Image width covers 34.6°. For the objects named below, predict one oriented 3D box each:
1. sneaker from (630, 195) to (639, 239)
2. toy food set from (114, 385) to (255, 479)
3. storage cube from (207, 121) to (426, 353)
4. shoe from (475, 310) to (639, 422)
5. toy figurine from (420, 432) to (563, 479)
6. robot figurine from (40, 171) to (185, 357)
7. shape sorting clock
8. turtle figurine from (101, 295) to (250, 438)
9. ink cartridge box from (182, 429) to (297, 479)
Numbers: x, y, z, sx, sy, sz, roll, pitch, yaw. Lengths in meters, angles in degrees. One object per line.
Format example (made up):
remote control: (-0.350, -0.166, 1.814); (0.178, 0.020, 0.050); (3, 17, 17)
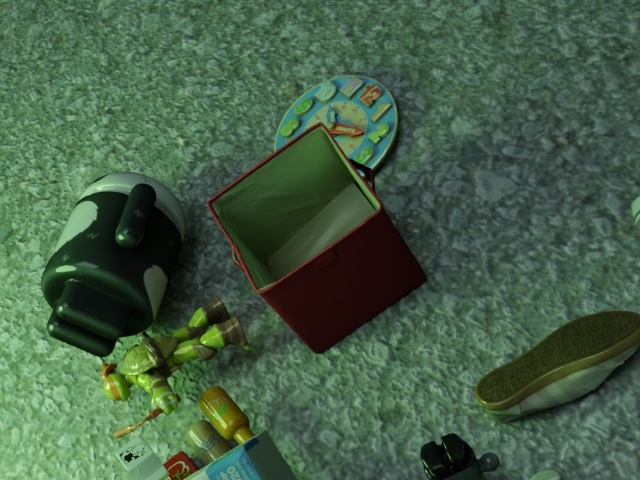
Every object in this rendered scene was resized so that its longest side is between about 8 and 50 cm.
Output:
sneaker: (0.522, -0.019, 1.194); (0.282, 0.102, 0.161); (-26, 56, 23)
toy food set: (-0.185, 0.305, 1.314); (0.232, 0.111, 0.104); (-35, 53, -18)
storage cube: (0.000, 0.000, 1.367); (0.215, 0.193, 0.184); (-35, 52, 2)
shoe: (0.290, 0.152, 1.226); (0.219, 0.058, 0.076); (-27, 33, 4)
toy figurine: (0.180, 0.336, 1.112); (0.213, 0.148, 0.210); (11, 60, 33)
robot figurine: (-0.301, 0.026, 1.492); (0.209, 0.174, 0.278); (-8, 46, 27)
shape sorting clock: (0.021, -0.164, 1.554); (0.206, 0.040, 0.206); (-12, 56, 19)
turtle figurine: (-0.217, 0.158, 1.413); (0.217, 0.087, 0.269); (-30, 16, -14)
ink cartridge box: (-0.128, 0.358, 1.187); (0.232, 0.171, 0.168); (-33, 84, 3)
